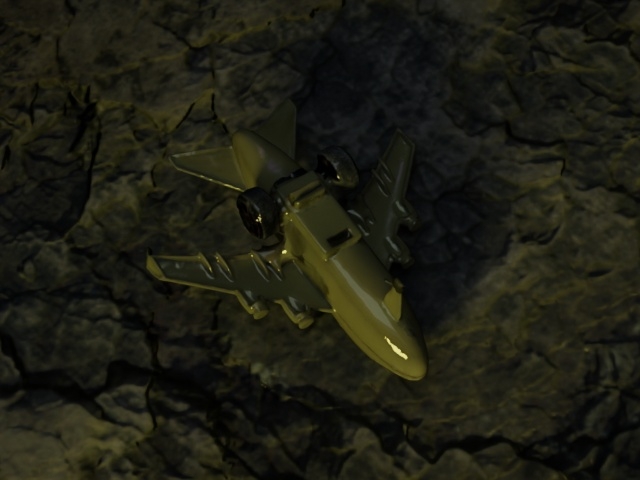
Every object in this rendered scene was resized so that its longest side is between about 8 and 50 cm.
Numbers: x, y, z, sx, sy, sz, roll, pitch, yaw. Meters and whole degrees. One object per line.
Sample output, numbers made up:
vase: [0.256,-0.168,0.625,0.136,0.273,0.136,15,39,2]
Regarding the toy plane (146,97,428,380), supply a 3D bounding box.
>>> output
toy plane: [0.000,0.000,0.912,0.242,0.104,0.256,-28,56,-23]
